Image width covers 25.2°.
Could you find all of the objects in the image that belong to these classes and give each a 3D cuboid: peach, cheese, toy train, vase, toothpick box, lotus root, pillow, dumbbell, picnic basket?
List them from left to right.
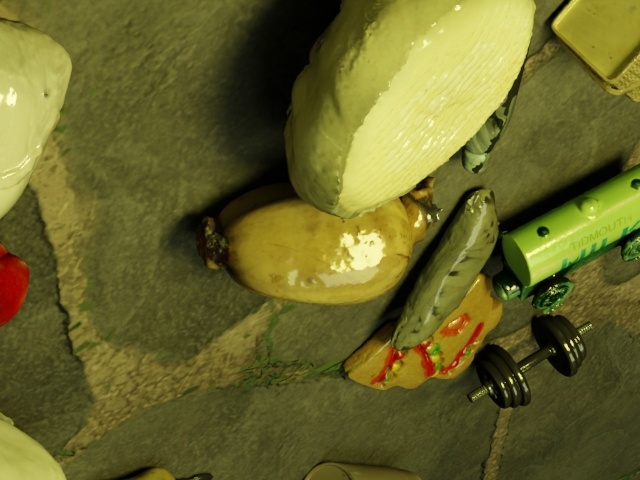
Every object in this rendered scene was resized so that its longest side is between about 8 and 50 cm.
[{"bbox_3d":[-0.303,-0.089,1.081,0.198,0.154,0.189,5,112,-40],"label":"cheese"},{"bbox_3d":[-0.315,0.038,1.295,0.101,0.100,0.100,-24,146,-18],"label":"peach"},{"bbox_3d":[0.000,0.000,1.490,0.257,0.154,0.140,-6,105,-16],"label":"lotus root"},{"bbox_3d":[0.066,0.376,2.052,0.111,0.111,0.181,-49,144,19],"label":"toothpick box"},{"bbox_3d":[0.165,0.037,1.761,0.093,0.051,0.241,-4,127,-49],"label":"pillow"},{"bbox_3d":[0.180,-0.150,1.537,0.060,0.060,0.211,-21,144,-22],"label":"vase"},{"bbox_3d":[0.295,0.170,2.013,0.209,0.099,0.099,-30,147,-12],"label":"dumbbell"},{"bbox_3d":[0.329,-0.012,1.798,0.253,0.105,0.157,-27,155,-9],"label":"toy train"},{"bbox_3d":[0.339,-0.240,1.519,0.164,0.115,0.079,-47,148,17],"label":"picnic basket"}]

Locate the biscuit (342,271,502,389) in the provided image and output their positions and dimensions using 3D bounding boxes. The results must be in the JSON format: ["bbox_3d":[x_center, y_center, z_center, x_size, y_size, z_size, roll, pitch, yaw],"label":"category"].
[{"bbox_3d":[0.138,0.135,1.880,0.239,0.041,0.212,-21,146,-23],"label":"biscuit"}]

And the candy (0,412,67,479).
[{"bbox_3d":[-0.451,0.335,1.470,0.427,0.186,0.386,-14,138,-37],"label":"candy"}]

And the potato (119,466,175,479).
[{"bbox_3d":[-0.235,0.326,1.748,0.138,0.070,0.091,-16,143,-28],"label":"potato"}]

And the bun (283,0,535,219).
[{"bbox_3d":[0.070,-0.160,1.350,0.287,0.146,0.287,-37,160,-16],"label":"bun"}]

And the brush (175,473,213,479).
[{"bbox_3d":[-0.170,0.309,1.844,0.083,0.008,0.024,6,132,-47],"label":"brush"}]
